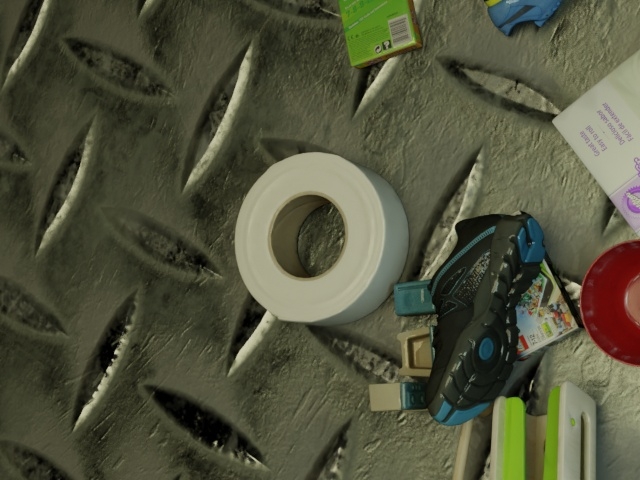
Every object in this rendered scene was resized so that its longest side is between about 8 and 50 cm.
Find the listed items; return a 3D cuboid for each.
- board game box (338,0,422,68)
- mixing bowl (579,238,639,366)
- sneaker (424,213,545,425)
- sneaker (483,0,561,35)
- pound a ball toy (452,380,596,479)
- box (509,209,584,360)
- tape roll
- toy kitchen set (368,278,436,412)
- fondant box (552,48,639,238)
[{"bbox_3d":[0.087,-0.432,2.159,0.124,0.039,0.259,-16,78,25],"label":"board game box"},{"bbox_3d":[0.475,0.089,1.838,0.181,0.098,0.181,0,90,27],"label":"mixing bowl"},{"bbox_3d":[0.224,0.116,1.906,0.139,0.125,0.341,7,65,42],"label":"sneaker"},{"bbox_3d":[0.360,-0.392,1.989,0.209,0.069,0.082,-27,102,30],"label":"sneaker"},{"bbox_3d":[0.301,0.346,1.862,0.208,0.136,0.319,-19,48,35],"label":"pound a ball toy"},{"bbox_3d":[0.311,0.070,1.969,0.114,0.036,0.207,-32,70,21],"label":"box"},{"bbox_3d":[0.000,0.000,2.111,0.286,0.100,0.286,-4,81,27],"label":"tape roll"},{"bbox_3d":[0.156,0.159,1.966,0.122,0.166,0.207,-9,79,27],"label":"toy kitchen set"},{"bbox_3d":[0.542,-0.181,1.846,0.330,0.096,0.238,-40,67,19],"label":"fondant box"}]
